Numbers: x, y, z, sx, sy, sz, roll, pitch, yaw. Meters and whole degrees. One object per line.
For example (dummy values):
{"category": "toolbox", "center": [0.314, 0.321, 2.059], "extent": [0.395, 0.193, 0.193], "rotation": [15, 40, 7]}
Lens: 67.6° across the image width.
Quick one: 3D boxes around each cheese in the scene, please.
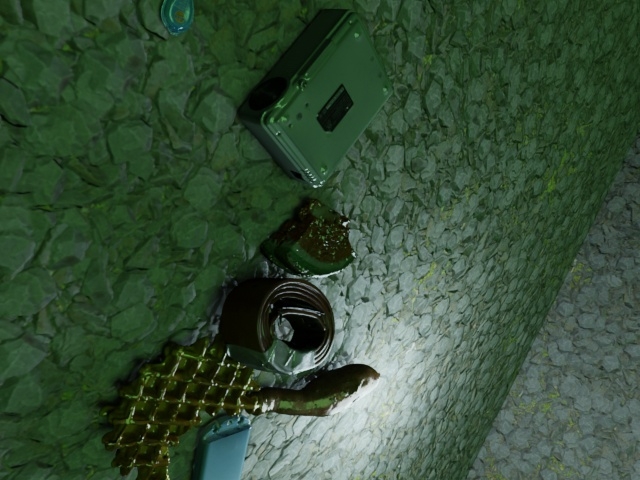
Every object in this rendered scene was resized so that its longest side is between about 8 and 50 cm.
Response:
{"category": "cheese", "center": [-0.191, -0.341, 0.664], "extent": [0.047, 0.017, 0.111], "rotation": [9, 103, -49]}

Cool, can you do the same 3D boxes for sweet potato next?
{"category": "sweet potato", "center": [-0.005, 0.368, 1.140], "extent": [0.385, 0.109, 0.109], "rotation": [-3, 112, -38]}

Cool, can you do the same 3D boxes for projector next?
{"category": "projector", "center": [0.005, -0.246, 0.839], "extent": [0.256, 0.099, 0.192], "rotation": [-53, 135, -10]}

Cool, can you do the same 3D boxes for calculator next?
{"category": "calculator", "center": [-0.215, 0.469, 1.030], "extent": [0.121, 0.039, 0.210], "rotation": [-3, 112, -41]}

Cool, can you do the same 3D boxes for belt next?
{"category": "belt", "center": [-0.075, 0.167, 0.931], "extent": [0.261, 0.105, 0.184], "rotation": [22, 71, -57]}

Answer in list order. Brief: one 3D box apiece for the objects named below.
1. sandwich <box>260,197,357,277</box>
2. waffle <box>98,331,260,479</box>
{"category": "sandwich", "center": [0.004, 0.011, 0.979], "extent": [0.235, 0.079, 0.159], "rotation": [27, 90, -47]}
{"category": "waffle", "center": [-0.259, 0.302, 0.887], "extent": [0.293, 0.069, 0.259], "rotation": [-35, 126, -27]}
